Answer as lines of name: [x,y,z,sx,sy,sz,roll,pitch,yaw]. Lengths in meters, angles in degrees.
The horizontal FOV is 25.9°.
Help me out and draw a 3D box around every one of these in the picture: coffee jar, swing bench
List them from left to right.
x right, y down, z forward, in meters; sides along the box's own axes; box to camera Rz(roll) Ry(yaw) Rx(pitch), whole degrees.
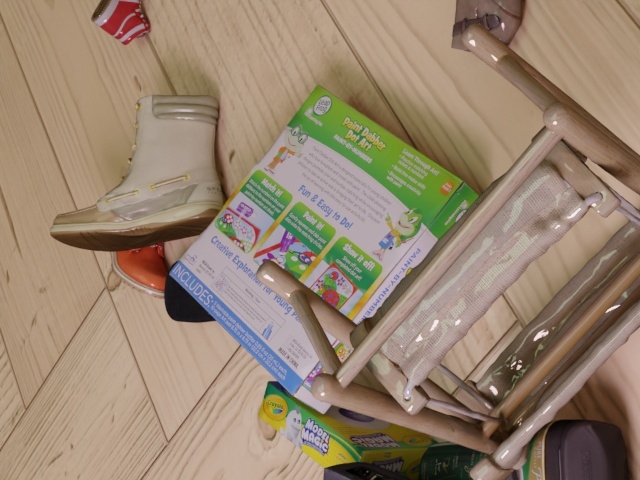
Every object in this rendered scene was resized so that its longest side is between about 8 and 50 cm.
swing bench: [0.140,0.029,1.011,0.253,0.254,0.165,-50,32,14]
coffee jar: [0.167,0.202,1.138,0.184,0.079,0.096,-20,64,48]

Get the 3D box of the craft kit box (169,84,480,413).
craft kit box: [0.000,0.000,1.331,0.247,0.061,0.250,-53,43,3]

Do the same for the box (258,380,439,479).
box: [0.034,0.182,1.284,0.179,0.105,0.043,32,111,48]

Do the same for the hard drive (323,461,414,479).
hard drive: [0.109,0.290,1.131,0.254,0.054,0.172,25,128,32]

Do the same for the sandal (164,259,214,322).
sandal: [-0.101,0.048,1.513,0.254,0.054,0.097,-19,69,48]

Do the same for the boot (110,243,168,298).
boot: [-0.211,0.002,1.659,0.085,0.059,0.158,-57,44,21]

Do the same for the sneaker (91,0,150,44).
sneaker: [-0.236,-0.300,1.761,0.042,0.067,0.118,-9,46,52]

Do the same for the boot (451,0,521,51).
boot: [0.138,-0.217,1.280,0.118,0.042,0.087,31,110,49]

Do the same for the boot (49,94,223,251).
boot: [-0.212,-0.079,1.611,0.213,0.077,0.165,-9,72,18]
